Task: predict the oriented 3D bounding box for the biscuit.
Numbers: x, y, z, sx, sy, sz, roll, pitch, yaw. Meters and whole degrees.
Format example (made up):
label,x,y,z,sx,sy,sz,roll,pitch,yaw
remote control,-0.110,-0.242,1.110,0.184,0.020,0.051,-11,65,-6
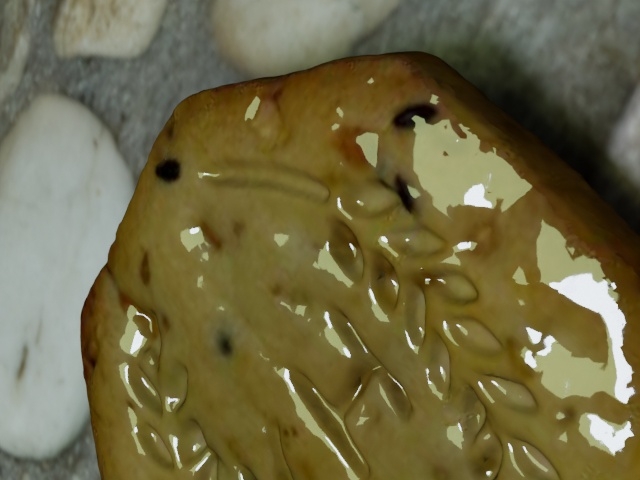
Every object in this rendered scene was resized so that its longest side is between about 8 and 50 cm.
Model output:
label,x,y,z,sx,sy,sz,roll,pitch,yaw
biscuit,0.013,0.091,0.727,0.359,0.046,0.359,10,105,41
